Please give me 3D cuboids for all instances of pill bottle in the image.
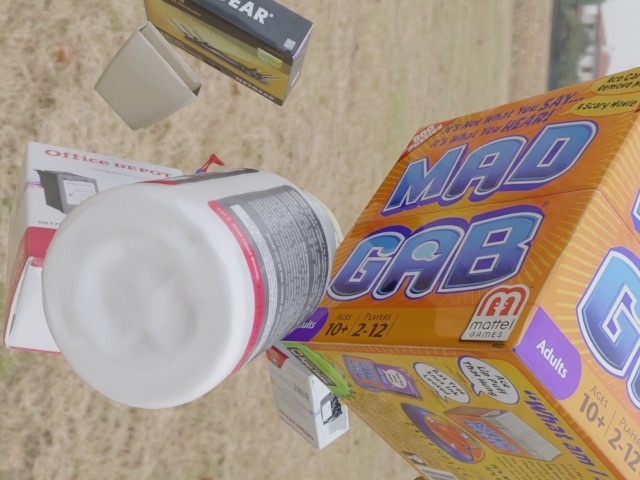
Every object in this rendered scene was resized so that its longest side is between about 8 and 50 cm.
[{"bbox_3d":[-0.091,0.024,0.757,0.318,0.176,0.176,-24,117,-70],"label":"pill bottle"}]

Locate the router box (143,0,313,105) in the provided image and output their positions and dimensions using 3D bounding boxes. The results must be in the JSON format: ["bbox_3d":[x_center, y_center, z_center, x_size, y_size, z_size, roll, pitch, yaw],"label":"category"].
[{"bbox_3d":[-0.175,-0.393,1.510,0.081,0.309,0.243,-61,180,-13],"label":"router box"}]

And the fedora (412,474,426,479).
[{"bbox_3d":[0.178,0.421,1.256,0.194,0.079,0.194,17,70,-55],"label":"fedora"}]

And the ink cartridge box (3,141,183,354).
[{"bbox_3d":[-0.269,0.011,1.026,0.131,0.226,0.306,-67,-152,25],"label":"ink cartridge box"}]

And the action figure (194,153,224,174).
[{"bbox_3d":[-0.157,-0.052,0.963,0.115,0.030,0.038,-47,-165,-5],"label":"action figure"}]

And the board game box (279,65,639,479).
[{"bbox_3d":[0.252,0.085,0.918,0.356,0.356,0.356,46,63,-23],"label":"board game box"}]

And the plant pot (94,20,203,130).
[{"bbox_3d":[-0.226,-0.204,1.050,0.109,0.096,0.109,50,10,-18],"label":"plant pot"}]

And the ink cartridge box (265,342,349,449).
[{"bbox_3d":[-0.023,0.249,1.398,0.072,0.127,0.175,-29,130,-30],"label":"ink cartridge box"}]

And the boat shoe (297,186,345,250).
[{"bbox_3d":[0.000,0.000,1.978,0.089,0.104,0.285,-38,92,-31],"label":"boat shoe"}]
